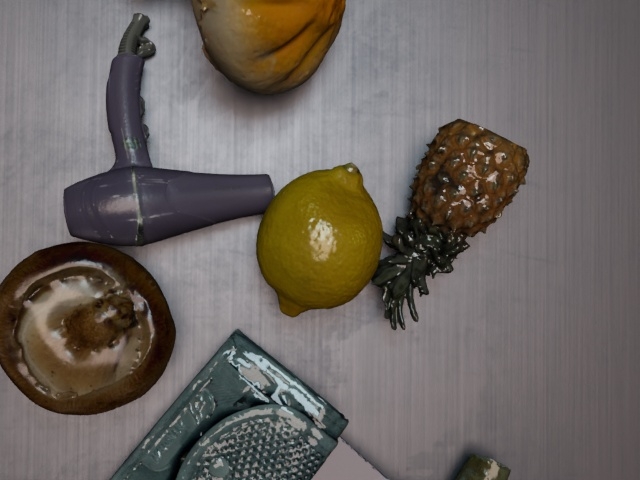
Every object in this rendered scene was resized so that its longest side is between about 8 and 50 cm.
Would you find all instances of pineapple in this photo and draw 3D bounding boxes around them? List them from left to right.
[{"bbox_3d":[0.185,-0.019,0.953,0.169,0.169,0.340,28,93,-7],"label":"pineapple"}]

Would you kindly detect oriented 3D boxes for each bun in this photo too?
[{"bbox_3d":[-0.047,-0.351,0.835,0.164,0.299,0.299,7,87,24],"label":"bun"}]

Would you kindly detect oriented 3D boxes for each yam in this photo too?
[{"bbox_3d":[0.236,0.431,0.979,0.078,0.078,0.179,31,84,-6],"label":"yam"}]

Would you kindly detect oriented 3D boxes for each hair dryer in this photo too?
[{"bbox_3d":[-0.240,-0.176,0.918,0.301,0.121,0.361,-8,85,-17],"label":"hair dryer"}]

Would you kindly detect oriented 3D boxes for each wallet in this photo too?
[{"bbox_3d":[-0.148,0.336,0.905,0.237,0.075,0.342,38,83,9],"label":"wallet"}]

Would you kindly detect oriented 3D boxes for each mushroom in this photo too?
[{"bbox_3d":[-0.334,0.126,0.861,0.253,0.153,0.253,0,94,-6],"label":"mushroom"}]

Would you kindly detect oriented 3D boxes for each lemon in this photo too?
[{"bbox_3d":[0.000,0.000,0.900,0.186,0.187,0.244,20,89,-7],"label":"lemon"}]

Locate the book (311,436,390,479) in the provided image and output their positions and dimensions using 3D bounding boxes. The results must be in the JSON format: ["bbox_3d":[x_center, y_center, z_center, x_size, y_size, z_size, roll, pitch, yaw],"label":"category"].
[{"bbox_3d":[0.034,0.502,0.920,0.428,0.039,0.300,39,84,8],"label":"book"}]
